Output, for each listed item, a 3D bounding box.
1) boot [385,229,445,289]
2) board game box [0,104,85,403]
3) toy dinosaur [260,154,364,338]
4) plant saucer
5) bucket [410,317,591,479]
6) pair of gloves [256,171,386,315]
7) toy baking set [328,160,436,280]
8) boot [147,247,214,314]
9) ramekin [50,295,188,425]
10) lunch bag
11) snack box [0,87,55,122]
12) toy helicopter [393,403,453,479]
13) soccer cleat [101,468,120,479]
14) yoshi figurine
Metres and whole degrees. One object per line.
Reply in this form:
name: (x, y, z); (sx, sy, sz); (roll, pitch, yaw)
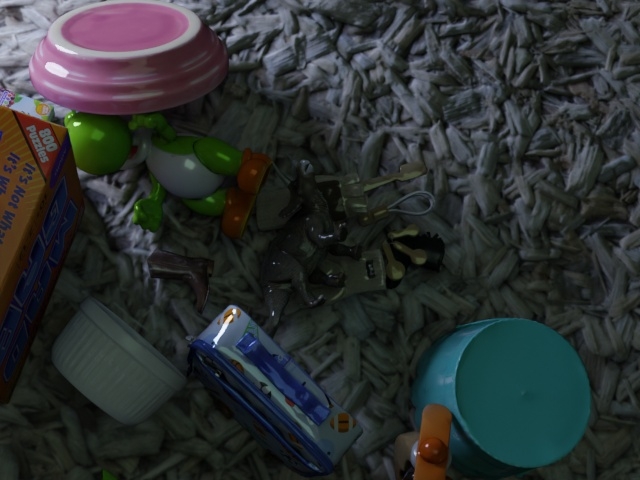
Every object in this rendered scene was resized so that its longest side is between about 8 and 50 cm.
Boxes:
boot: (0.174, 0.039, 1.473); (0.099, 0.045, 0.121); (12, 69, -10)
board game box: (-0.580, 0.001, 1.150); (0.356, 0.356, 0.356); (18, 72, -7)
toy dinosaur: (-0.033, 0.028, 1.354); (0.160, 0.121, 0.314); (19, 89, 32)
plant saucer: (-0.322, -0.323, 1.350); (0.332, 0.084, 0.332); (0, 38, 0)
bucket: (0.308, 0.265, 1.363); (0.281, 0.183, 0.281); (3, 73, -12)
pair of gloves: (0.000, 0.000, 1.420); (0.204, 0.042, 0.240); (-16, 73, 7)
toy baking set: (0.106, -0.034, 1.464); (0.196, 0.030, 0.256); (10, 71, 5)
boot: (-0.245, 0.069, 1.374); (0.114, 0.037, 0.106); (12, 59, -12)
ramekin: (-0.317, 0.191, 1.240); (0.207, 0.207, 0.109); (41, 79, 1)
lunch bag: (-0.084, 0.237, 1.253); (0.303, 0.243, 0.115); (43, 70, 1)
snack box: (-0.533, -0.182, 1.382); (0.100, 0.037, 0.141); (19, 71, -8)
toy helicopter: (0.184, 0.405, 1.199); (0.140, 0.355, 0.235); (-4, 109, -13)
soccer cleat: (-0.379, 0.432, 1.234); (0.072, 0.060, 0.179); (43, 63, 12)
yoshi figurine: (-0.277, -0.129, 1.346); (0.362, 0.203, 0.204); (24, 77, -2)
